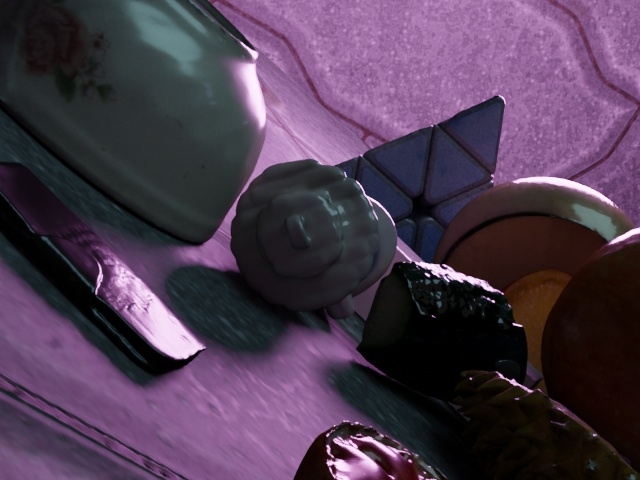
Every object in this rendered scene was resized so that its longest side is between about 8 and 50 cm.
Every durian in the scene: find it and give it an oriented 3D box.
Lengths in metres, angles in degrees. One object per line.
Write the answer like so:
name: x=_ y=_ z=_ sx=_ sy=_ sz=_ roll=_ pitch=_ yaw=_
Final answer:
durian: x=0.206 y=0.211 z=1.026 sx=0.341 sy=0.112 sz=0.191 roll=41 pitch=4 yaw=35

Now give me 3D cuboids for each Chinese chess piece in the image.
Chinese chess piece: x=0.255 y=0.052 z=1.554 sx=0.257 sy=0.257 sz=0.104 roll=42 pitch=32 yaw=-8

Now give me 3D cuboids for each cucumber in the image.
cucumber: x=0.119 y=0.089 z=1.173 sx=0.193 sy=0.115 sz=0.086 roll=24 pitch=5 yaw=-41

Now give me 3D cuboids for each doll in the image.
doll: x=0.000 y=0.000 z=1.130 sx=0.293 sy=0.119 sz=0.138 roll=11 pitch=72 yaw=-82

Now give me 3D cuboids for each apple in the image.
apple: x=0.345 y=0.123 z=1.212 sx=0.309 sy=0.277 sz=0.250 roll=61 pitch=-18 yaw=-21

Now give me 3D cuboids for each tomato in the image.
tomato: x=0.038 y=0.158 z=0.620 sx=0.156 sy=0.069 sz=0.155 roll=40 pitch=12 yaw=-10

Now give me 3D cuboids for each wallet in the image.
wallet: x=-0.130 y=0.014 z=0.747 sx=0.157 sy=0.018 sz=0.082 roll=45 pitch=9 yaw=7

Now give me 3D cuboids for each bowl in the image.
bowl: x=-0.144 y=-0.138 z=1.049 sx=0.277 sy=0.145 sz=0.277 roll=43 pitch=6 yaw=-6

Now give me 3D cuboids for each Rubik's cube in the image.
Rubik's cube: x=0.100 y=-0.043 z=1.688 sx=0.233 sy=0.228 sz=0.228 roll=-69 pitch=161 yaw=-44

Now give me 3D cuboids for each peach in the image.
peach: x=0.264 y=0.136 z=1.413 sx=0.226 sy=0.190 sz=0.196 roll=50 pitch=53 yaw=3

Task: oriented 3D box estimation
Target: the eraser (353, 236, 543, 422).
eraser: x=0.084 y=0.059 z=1.323 sx=0.298 sy=0.076 sz=0.078 roll=44 pitch=9 yaw=11
